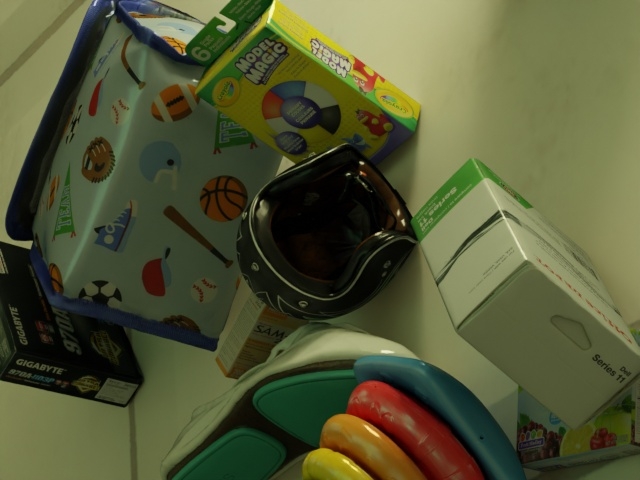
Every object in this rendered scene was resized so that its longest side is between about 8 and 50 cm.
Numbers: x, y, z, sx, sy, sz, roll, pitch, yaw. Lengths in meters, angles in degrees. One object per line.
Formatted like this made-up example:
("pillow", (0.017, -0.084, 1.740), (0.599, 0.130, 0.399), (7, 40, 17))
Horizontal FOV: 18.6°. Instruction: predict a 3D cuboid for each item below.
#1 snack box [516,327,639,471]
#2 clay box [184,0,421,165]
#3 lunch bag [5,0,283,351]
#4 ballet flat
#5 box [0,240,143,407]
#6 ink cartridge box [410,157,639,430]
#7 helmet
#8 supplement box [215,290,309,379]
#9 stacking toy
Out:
("snack box", (0.226, 0.137, 1.658), (0.141, 0.037, 0.100), (-20, 59, 50))
("clay box", (-0.024, -0.151, 1.976), (0.127, 0.222, 0.053), (-41, 24, 40))
("lunch bag", (-0.201, -0.097, 2.214), (0.327, 0.239, 0.385), (-68, 18, 10))
("ballet flat", (-0.027, 0.154, 1.956), (0.400, 0.139, 0.139), (-35, 50, 45))
("box", (-0.323, 0.098, 2.348), (0.051, 0.175, 0.220), (-56, 37, 24))
("ink cartridge box", (0.170, 0.042, 1.618), (0.087, 0.153, 0.208), (-45, 23, 13))
("helmet", (0.000, 0.000, 1.919), (0.161, 0.169, 0.169), (-37, 44, 12))
("supplement box", (-0.060, 0.102, 2.065), (0.098, 0.062, 0.036), (-62, 35, 19))
("stacking toy", (0.015, 0.250, 1.674), (0.302, 0.175, 0.166), (-42, 13, -20))
